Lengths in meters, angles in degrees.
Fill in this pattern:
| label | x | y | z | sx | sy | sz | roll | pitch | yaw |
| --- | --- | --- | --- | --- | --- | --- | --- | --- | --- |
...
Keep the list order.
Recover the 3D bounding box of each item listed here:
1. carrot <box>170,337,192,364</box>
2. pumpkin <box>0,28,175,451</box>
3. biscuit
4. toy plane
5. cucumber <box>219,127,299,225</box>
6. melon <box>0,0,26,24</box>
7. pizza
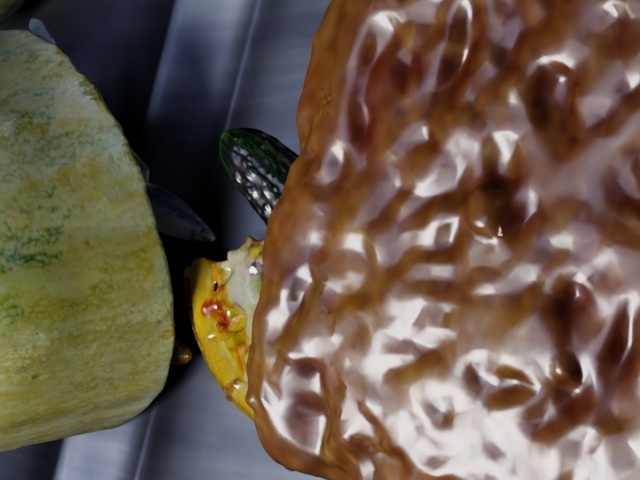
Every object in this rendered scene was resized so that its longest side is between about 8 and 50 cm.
| label | x | y | z | sx | sy | sz | roll | pitch | yaw |
| --- | --- | --- | --- | --- | --- | --- | --- | --- | --- |
| carrot | -0.154 | 0.073 | 1.111 | 0.165 | 0.036 | 0.035 | 20 | 95 | 45 |
| pumpkin | -0.283 | 0.021 | 1.061 | 0.332 | 0.199 | 0.332 | 22 | 123 | 38 |
| biscuit | 0.149 | 0.005 | 0.686 | 0.395 | 0.166 | 0.342 | 13 | 87 | 38 |
| toy plane | -0.187 | -0.048 | 1.135 | 0.267 | 0.088 | 0.212 | 34 | 128 | 42 |
| cucumber | 0.000 | 0.000 | 0.923 | 0.214 | 0.058 | 0.052 | 50 | 131 | 24 |
| melon | -0.337 | -0.337 | 1.253 | 0.248 | 0.248 | 0.329 | 33 | 108 | 45 |
| pizza | -0.024 | 0.048 | 0.980 | 0.176 | 0.036 | 0.184 | -47 | 51 | 28 |
